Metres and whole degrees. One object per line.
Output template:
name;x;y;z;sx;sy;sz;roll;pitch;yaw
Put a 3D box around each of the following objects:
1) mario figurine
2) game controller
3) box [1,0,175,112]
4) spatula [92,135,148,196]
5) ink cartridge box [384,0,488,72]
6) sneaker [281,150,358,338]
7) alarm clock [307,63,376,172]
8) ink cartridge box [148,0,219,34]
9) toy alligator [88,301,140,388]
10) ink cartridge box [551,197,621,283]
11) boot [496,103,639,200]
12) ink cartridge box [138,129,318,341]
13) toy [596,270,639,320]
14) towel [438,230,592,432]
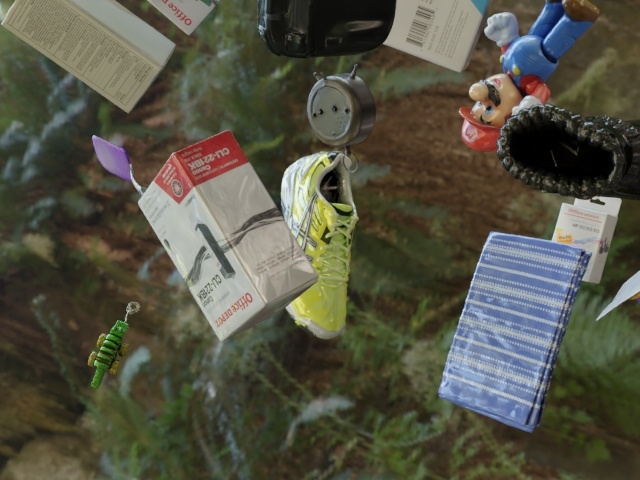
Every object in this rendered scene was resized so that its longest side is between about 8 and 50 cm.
mario figurine;0.341;-0.304;1.874;0.321;0.170;0.198;-59;-3;15
game controller;0.015;-0.354;1.171;0.166;0.067;0.319;-10;-58;-24
box;-0.469;-0.420;2.179;0.148;0.311;0.121;-45;17;30
spatula;-0.338;-0.105;1.994;0.030;0.296;0.084;-30;-42;-24
ink cartridge box;0.142;-0.414;1.730;0.197;0.270;0.198;-46;-23;-74
sneaker;0.000;0.000;2.095;0.145;0.147;0.385;6;-110;-32
alarm clock;0.039;-0.215;1.931;0.064;0.129;0.192;-22;-77;-45
ink cartridge box;-0.250;-0.533;2.064;0.160;0.092;0.219;37;-82;-32
toy alligator;-0.390;0.189;2.021;0.051;0.056;0.190;106;-174;-64
ink cartridge box;0.540;-0.012;2.191;0.061;0.104;0.181;10;-85;-54
boot;0.431;-0.118;1.469;0.260;0.347;0.131;8;-101;-71
ink cartridge box;-0.148;-0.002;1.667;0.114;0.273;0.197;-29;-7;-33
toy;0.569;0.058;1.743;0.137;0.056;0.237;-36;-10;-46
towel;0.348;0.158;1.932;0.040;0.243;0.336;22;-96;-38
